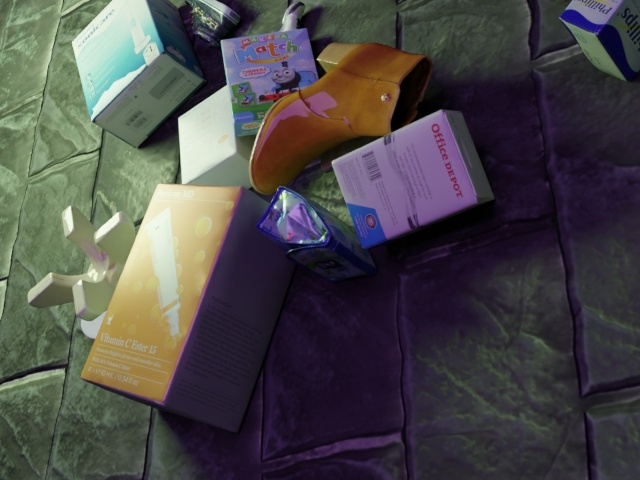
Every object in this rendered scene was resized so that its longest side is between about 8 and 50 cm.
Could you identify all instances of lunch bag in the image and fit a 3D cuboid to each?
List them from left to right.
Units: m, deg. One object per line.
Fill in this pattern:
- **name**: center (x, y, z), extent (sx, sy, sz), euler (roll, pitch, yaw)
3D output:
- **lunch bag**: center (0.000, 0.000, 1.382), extent (0.151, 0.128, 0.096), euler (26, 86, 44)

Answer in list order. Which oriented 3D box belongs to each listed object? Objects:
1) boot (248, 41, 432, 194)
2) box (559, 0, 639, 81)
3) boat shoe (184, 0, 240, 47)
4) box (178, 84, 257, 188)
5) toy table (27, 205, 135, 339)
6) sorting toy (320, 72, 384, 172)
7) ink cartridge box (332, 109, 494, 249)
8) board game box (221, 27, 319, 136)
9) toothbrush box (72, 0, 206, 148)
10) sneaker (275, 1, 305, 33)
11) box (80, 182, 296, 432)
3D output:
- **boot**: center (0.030, -0.179, 1.410), extent (0.211, 0.104, 0.295), euler (24, 79, 45)
- **box**: center (0.403, -0.302, 1.214), extent (0.137, 0.126, 0.072), euler (-52, 46, 5)
- **boat shoe**: center (-0.243, -0.456, 1.892), extent (0.083, 0.065, 0.183), euler (-54, 45, 0)
- **box**: center (-0.175, -0.168, 1.653), extent (0.130, 0.091, 0.171), euler (-28, 50, 25)
- **toy table**: center (-0.378, 0.057, 1.651), extent (0.274, 0.161, 0.252), euler (-47, 45, 11)
- **sorting toy**: center (0.063, -0.189, 1.494), extent (0.132, 0.046, 0.275), euler (-23, 54, 29)
- **ink cartridge box**: center (0.131, -0.085, 1.318), extent (0.190, 0.082, 0.140), euler (-23, 83, 28)
- **board game box**: center (-0.084, -0.280, 1.619), extent (0.160, 0.039, 0.212), euler (-9, 53, -4)
- **toothbrush box**: center (-0.385, -0.375, 1.923), extent (0.216, 0.126, 0.296), euler (-41, 47, 17)
- **sneaker**: center (-0.052, -0.393, 1.721), extent (0.043, 0.040, 0.109), euler (25, 87, 29)
- **box**: center (-0.197, 0.099, 1.466), extent (0.215, 0.168, 0.346), euler (5, 69, 42)
